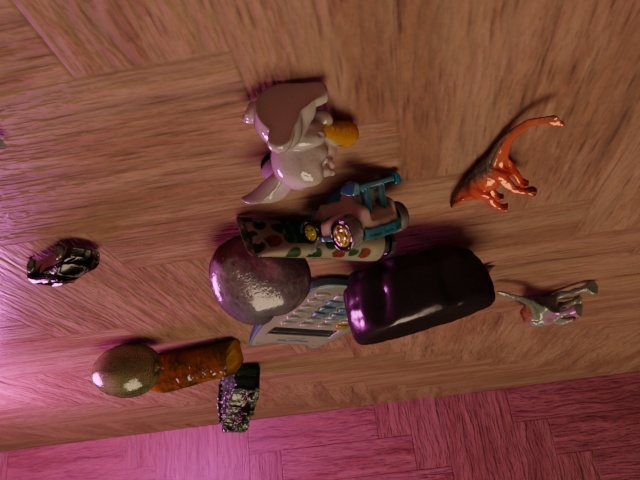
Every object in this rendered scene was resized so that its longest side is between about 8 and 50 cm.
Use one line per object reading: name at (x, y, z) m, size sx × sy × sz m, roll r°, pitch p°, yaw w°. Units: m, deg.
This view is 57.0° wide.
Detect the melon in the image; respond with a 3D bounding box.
melon at (-0.486, 0.331, 1.501) m, size 0.192 × 0.139 × 0.139 m, roll -9°, pitch 156°, yaw 12°

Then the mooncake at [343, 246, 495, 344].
mooncake at (0.179, 0.097, 1.114) m, size 0.283 × 0.141 × 0.283 m, roll -15°, pitch 166°, yaw -4°

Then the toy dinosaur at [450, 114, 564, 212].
toy dinosaur at (0.259, -0.093, 0.836) m, size 0.101 × 0.055 × 0.279 m, roll 26°, pitch 149°, yaw -14°

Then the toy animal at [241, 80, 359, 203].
toy animal at (-0.032, -0.112, 0.711) m, size 0.127 × 0.131 × 0.181 m, roll 21°, pitch 154°, yaw 17°

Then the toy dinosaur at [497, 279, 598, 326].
toy dinosaur at (0.567, 0.165, 1.465) m, size 0.393 × 0.092 × 0.205 m, roll 1°, pitch 162°, yaw -38°

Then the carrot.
carrot at (-0.360, 0.347, 1.610) m, size 0.302 × 0.114 × 0.114 m, roll -14°, pitch 155°, yaw 15°

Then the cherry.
cherry at (-0.109, 0.062, 1.000) m, size 0.176 × 0.140 × 0.176 m, roll 4°, pitch 131°, yaw 5°

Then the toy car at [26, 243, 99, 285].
toy car at (-0.428, 0.046, 0.978) m, size 0.142 × 0.055 × 0.069 m, roll -21°, pitch 156°, yaw 32°

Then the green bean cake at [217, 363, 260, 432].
green bean cake at (-0.261, 0.508, 1.899) m, size 0.107 × 0.193 × 0.208 m, roll 10°, pitch 150°, yaw -21°

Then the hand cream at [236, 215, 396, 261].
hand cream at (0.000, 0.000, 0.961) m, size 0.276 × 0.095 × 0.059 m, roll 3°, pitch 130°, yaw -29°

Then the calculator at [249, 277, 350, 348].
calculator at (0.000, 0.169, 1.369) m, size 0.256 × 0.054 × 0.386 m, roll 9°, pitch 151°, yaw -30°

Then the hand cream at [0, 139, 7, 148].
hand cream at (-0.453, -0.108, 0.637) m, size 0.186 × 0.054 × 0.087 m, roll -12°, pitch 152°, yaw -3°

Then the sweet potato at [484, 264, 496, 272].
sweet potato at (0.309, 0.126, 1.340) m, size 0.067 × 0.067 × 0.274 m, roll 4°, pitch 149°, yaw -22°

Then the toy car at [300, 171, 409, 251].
toy car at (0.043, -0.049, 0.874) m, size 0.126 × 0.098 × 0.161 m, roll -17°, pitch -163°, yaw -37°
